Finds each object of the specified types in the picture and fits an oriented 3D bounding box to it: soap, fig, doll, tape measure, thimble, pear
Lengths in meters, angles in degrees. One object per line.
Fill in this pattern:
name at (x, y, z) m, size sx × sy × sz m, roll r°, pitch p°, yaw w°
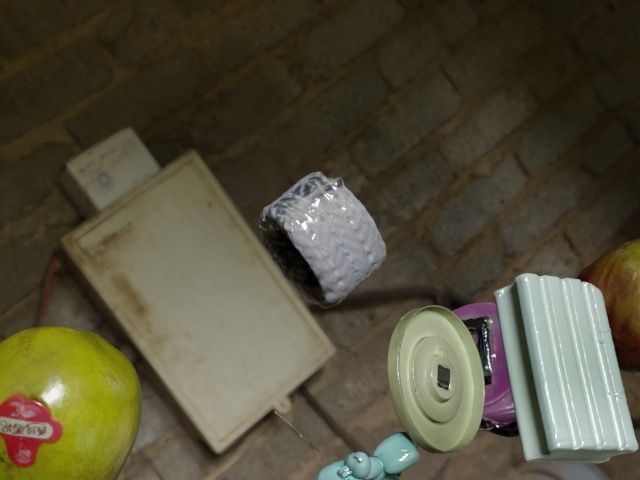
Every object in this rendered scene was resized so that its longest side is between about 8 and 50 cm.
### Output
soap at (0.269, 0.142, 1.024) m, size 0.119 × 0.197 × 0.066 m, roll 8°, pitch -28°, yaw -26°
fig at (0.473, 0.058, 1.345) m, size 0.170 × 0.145 × 0.274 m, roll 23°, pitch 69°, yaw 38°
doll at (0.069, 0.350, 1.392) m, size 0.159 × 0.059 × 0.159 m, roll -18°, pitch -33°, yaw -25°
tape measure at (0.287, 0.236, 1.642) m, size 0.232 × 0.149 × 0.245 m, roll -18°, pitch 54°, yaw 29°
thimble at (0.000, 0.000, 1.758) m, size 0.157 × 0.245 × 0.217 m, roll -41°, pitch 47°, yaw -21°
pear at (-0.431, 0.312, 1.478) m, size 0.288 × 0.375 × 0.287 m, roll -2°, pitch 9°, yaw 0°

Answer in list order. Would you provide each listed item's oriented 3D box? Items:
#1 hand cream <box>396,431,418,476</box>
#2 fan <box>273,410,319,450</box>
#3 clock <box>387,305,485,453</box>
hand cream at (0.223, 0.378, 1.976) m, size 0.079 × 0.050 × 0.275 m, roll 13°, pitch 57°, yaw 45°
fan at (-0.034, 0.234, 1.147) m, size 0.004 × 0.083 × 0.056 m, roll -48°, pitch 34°, yaw -8°
clock at (0.186, 0.218, 1.451) m, size 0.029 × 0.235 × 0.235 m, roll -17°, pitch 20°, yaw 38°
